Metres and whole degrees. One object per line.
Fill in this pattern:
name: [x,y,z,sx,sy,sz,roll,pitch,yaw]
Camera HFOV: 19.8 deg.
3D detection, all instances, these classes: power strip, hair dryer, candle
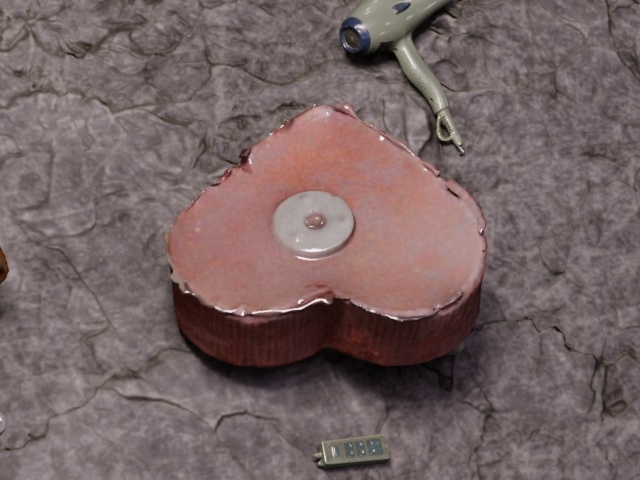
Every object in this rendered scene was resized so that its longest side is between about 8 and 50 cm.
power strip: [0.032,0.211,1.827,0.083,0.017,0.027,-4,64,-21]
hair dryer: [0.129,-0.212,2.063,0.199,0.067,0.167,45,53,-5]
candle: [0.000,0.000,1.859,0.316,0.131,0.287,-3,55,-6]

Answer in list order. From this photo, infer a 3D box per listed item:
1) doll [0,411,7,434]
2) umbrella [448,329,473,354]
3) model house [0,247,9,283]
doll: [-0.405,0.073,1.498,0.365,0.094,0.160,34,26,-31]
umbrella: [0.121,0.054,1.912,0.067,0.062,0.143,10,53,-39]
model house: [-0.423,0.017,1.704,0.219,0.199,0.229,52,26,-38]
